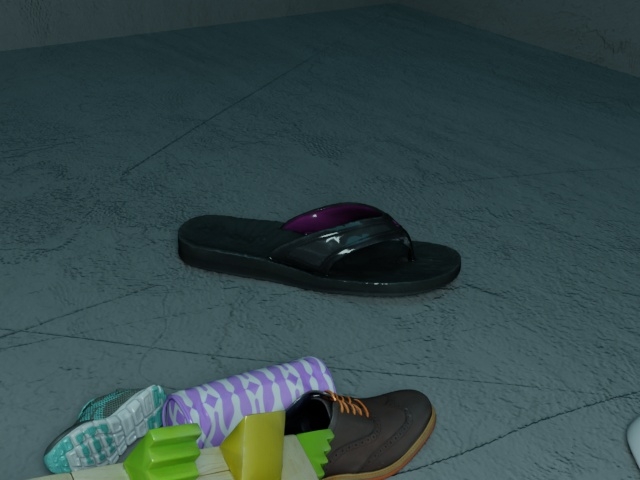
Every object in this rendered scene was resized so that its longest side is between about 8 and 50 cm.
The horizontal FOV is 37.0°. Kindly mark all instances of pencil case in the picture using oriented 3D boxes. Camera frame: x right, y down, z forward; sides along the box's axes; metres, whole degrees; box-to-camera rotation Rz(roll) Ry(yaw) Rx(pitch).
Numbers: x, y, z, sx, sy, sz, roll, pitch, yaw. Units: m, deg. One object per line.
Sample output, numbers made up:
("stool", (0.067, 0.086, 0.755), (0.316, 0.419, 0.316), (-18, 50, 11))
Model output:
("pencil case", (-0.080, 0.195, 1.100), (0.206, 0.086, 0.088), (-14, 63, -29))

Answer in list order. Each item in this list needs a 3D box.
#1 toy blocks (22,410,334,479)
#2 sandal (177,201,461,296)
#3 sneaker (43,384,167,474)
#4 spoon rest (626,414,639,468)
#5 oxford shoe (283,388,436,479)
("toy blocks", (-0.090, 0.306, 0.761), (0.381, 0.191, 0.261), (2, 47, -45))
("sandal", (-0.002, 0.001, 1.474), (0.446, 0.107, 0.167), (6, 26, 3))
("sneaker", (-0.251, 0.213, 1.077), (0.076, 0.065, 0.166), (3, 18, 36))
("spoon rest", (0.412, 0.260, 1.075), (0.137, 0.084, 0.276), (14, 15, 16))
("oxford shoe", (0.029, 0.211, 1.063), (0.271, 0.098, 0.097), (-17, 34, -37))
